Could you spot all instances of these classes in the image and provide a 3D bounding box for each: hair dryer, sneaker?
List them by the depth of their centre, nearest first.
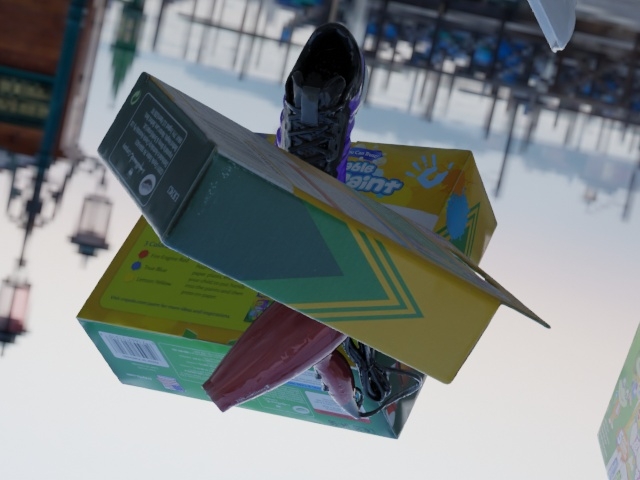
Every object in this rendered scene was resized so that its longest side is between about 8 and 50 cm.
[{"bbox_3d":[0.011,0.127,1.539,0.293,0.223,0.080,-7,-148,-31],"label":"hair dryer"},{"bbox_3d":[-0.012,-0.125,1.704,0.102,0.293,0.146,9,160,5],"label":"sneaker"}]

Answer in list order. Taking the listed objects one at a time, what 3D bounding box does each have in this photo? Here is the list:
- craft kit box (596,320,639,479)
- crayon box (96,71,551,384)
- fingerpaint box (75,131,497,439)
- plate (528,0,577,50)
[{"bbox_3d":[0.414,0.222,1.774,0.061,0.246,0.250,12,-151,-8],"label":"craft kit box"},{"bbox_3d":[0.000,0.000,1.141,0.323,0.083,0.203,27,-171,-29],"label":"crayon box"},{"bbox_3d":[-0.039,0.042,1.968,0.445,0.371,0.163,7,142,30],"label":"fingerpaint box"},{"bbox_3d":[0.231,-0.350,1.679,0.045,0.277,0.278,-26,-177,9],"label":"plate"}]
